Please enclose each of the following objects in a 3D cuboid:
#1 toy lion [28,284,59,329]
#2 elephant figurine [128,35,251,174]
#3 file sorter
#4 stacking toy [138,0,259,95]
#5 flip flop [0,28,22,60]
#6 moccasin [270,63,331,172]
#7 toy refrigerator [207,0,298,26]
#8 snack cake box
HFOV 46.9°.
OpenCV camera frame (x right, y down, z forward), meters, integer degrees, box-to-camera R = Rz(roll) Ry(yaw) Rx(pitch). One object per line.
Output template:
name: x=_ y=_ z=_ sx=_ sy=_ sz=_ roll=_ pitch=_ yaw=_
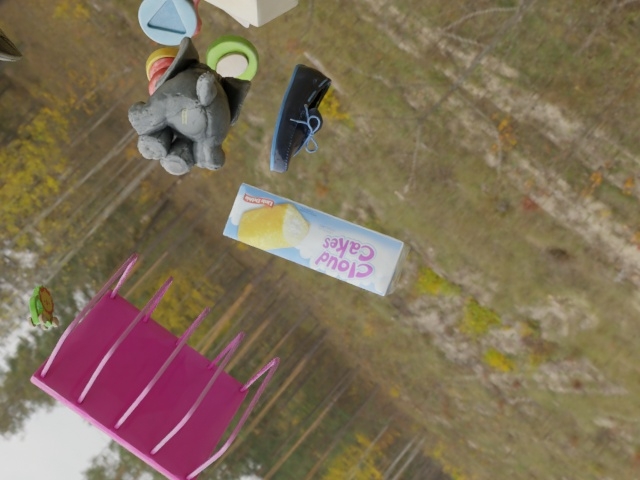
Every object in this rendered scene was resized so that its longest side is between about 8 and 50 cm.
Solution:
toy lion: x=-0.606 y=0.143 z=1.605 sx=0.100 sy=0.034 sz=0.096 roll=69 pitch=-175 yaw=-78
elephant figurine: x=-0.198 y=-0.232 z=1.162 sx=0.186 sy=0.239 sz=0.169 roll=-6 pitch=132 yaw=17
file sorter: x=-0.239 y=0.190 z=1.120 sx=0.291 sy=0.202 sz=0.182 roll=37 pitch=135 yaw=-5
stacking toy: x=-0.286 y=-0.452 z=1.737 sx=0.130 sy=0.280 sz=0.308 roll=-93 pitch=6 yaw=-46
flip flop: x=-0.699 y=-0.380 z=1.469 sx=0.112 sy=0.080 sz=0.277 roll=51 pitch=-159 yaw=-12
moccasin: x=-0.045 y=-0.319 z=1.890 sx=0.117 sy=0.341 sz=0.137 roll=15 pitch=154 yaw=-1
toy refrigerator: x=-0.171 y=-0.478 z=1.279 sx=0.270 sy=0.102 sz=0.094 roll=34 pitch=146 yaw=26
snack cake box: x=0.000 y=0.000 z=1.157 sx=0.265 sy=0.089 sz=0.152 roll=20 pitch=180 yaw=11
